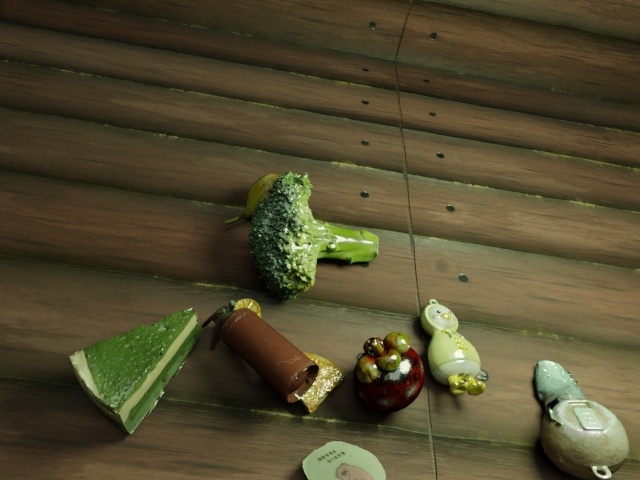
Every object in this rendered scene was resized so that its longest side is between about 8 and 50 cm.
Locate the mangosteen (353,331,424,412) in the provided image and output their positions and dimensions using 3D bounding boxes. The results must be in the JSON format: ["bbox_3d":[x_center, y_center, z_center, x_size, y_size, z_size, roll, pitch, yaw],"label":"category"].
[{"bbox_3d":[0.162,0.313,1.028,0.199,0.200,0.200,5,48,-6],"label":"mangosteen"}]

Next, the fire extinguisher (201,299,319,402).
[{"bbox_3d":[-0.168,0.264,1.031,0.336,0.106,0.148,31,95,31],"label":"fire extinguisher"}]

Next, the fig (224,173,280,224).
[{"bbox_3d":[-0.198,-0.117,1.381,0.256,0.159,0.159,-30,59,-14],"label":"fig"}]

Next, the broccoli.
[{"bbox_3d":[-0.022,0.028,1.241,0.397,0.274,0.353,42,79,-24],"label":"broccoli"}]

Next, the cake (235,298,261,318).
[{"bbox_3d":[-0.204,0.201,1.156,0.083,0.044,0.084,4,49,-5],"label":"cake"}]

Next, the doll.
[{"bbox_3d":[0.346,0.276,1.146,0.141,0.117,0.297,3,49,-12],"label":"doll"}]

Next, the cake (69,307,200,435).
[{"bbox_3d":[-0.427,0.264,0.983,0.172,0.158,0.284,22,47,11],"label":"cake"}]

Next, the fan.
[{"bbox_3d":[0.101,0.507,0.855,0.182,0.010,0.310,-5,17,-44],"label":"fan"}]

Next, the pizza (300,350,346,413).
[{"bbox_3d":[-0.025,0.354,1.051,0.181,0.063,0.161,9,41,-10],"label":"pizza"}]

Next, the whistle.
[{"bbox_3d":[0.624,0.445,1.052,0.188,0.189,0.348,14,26,2],"label":"whistle"}]
